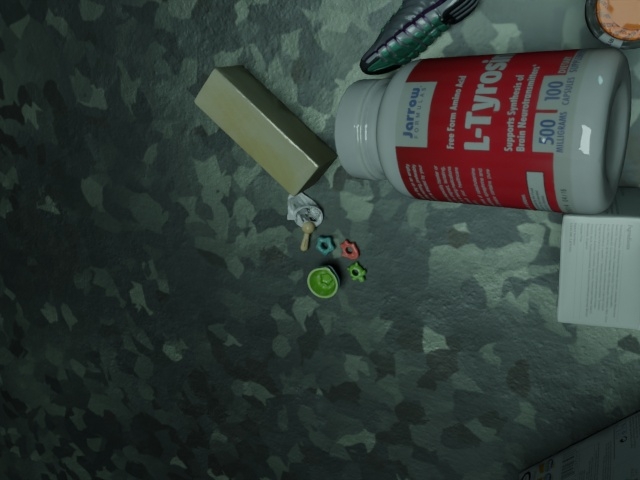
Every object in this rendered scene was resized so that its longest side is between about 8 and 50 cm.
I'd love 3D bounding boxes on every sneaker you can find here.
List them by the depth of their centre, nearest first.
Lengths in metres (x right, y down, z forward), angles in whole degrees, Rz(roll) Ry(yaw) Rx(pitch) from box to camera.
[{"bbox_3d":[0.152,-0.375,0.985,0.224,0.083,0.098,-30,74,25],"label":"sneaker"}]

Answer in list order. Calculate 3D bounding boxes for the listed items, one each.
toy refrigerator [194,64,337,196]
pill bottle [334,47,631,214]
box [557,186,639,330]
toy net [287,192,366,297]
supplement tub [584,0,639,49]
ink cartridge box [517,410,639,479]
[{"bbox_3d":[-0.107,-0.213,1.131,0.269,0.102,0.094,44,120,3],"label":"toy refrigerator"},{"bbox_3d":[0.237,-0.169,0.903,0.408,0.229,0.228,8,112,34],"label":"pill bottle"},{"bbox_3d":[0.446,0.020,0.927,0.119,0.181,0.181,3,110,23],"label":"box"},{"bbox_3d":[0.000,0.000,1.195,0.122,0.045,0.232,-20,100,29],"label":"toy net"},{"bbox_3d":[0.428,-0.325,0.802,0.117,0.190,0.116,9,112,21],"label":"supplement tub"},{"bbox_3d":[0.483,0.491,1.036,0.395,0.270,0.151,-43,83,30],"label":"ink cartridge box"}]
